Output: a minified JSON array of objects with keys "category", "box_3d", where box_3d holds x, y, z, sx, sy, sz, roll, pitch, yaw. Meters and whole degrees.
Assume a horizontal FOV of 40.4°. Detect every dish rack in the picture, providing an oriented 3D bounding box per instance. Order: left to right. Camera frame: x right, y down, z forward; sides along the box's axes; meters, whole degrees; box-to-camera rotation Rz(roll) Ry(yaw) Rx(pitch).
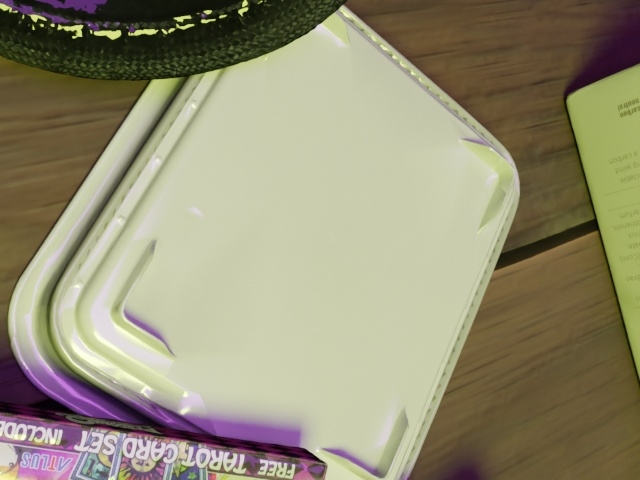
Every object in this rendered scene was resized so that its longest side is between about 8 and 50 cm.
[{"category":"dish rack","box_3d":[0.000,0.000,0.563,0.285,0.072,0.333,37,65,-21]}]

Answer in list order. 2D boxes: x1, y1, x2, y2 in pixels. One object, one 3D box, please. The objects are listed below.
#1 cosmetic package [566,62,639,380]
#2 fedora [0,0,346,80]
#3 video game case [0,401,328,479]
[{"category":"cosmetic package","box_3d":[0.392,0.059,0.730,0.230,0.161,0.453,-11,86,-32]},{"category":"fedora","box_3d":[-0.108,-0.250,0.475,0.334,0.334,0.152,23,29,-25]},{"category":"video game case","box_3d":[-0.126,0.193,0.430,0.232,0.042,0.210,15,85,-22]}]
